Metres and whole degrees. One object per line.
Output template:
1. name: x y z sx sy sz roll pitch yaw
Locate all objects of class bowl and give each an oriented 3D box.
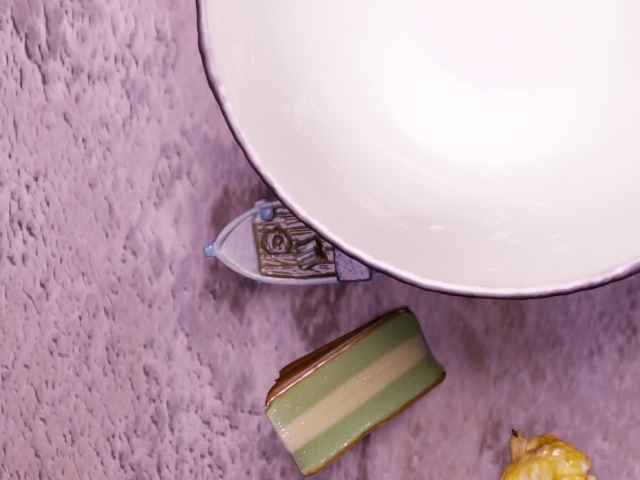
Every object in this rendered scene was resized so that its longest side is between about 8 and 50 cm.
1. bowl: 0.115 -0.157 0.712 0.354 0.185 0.354 3 106 12

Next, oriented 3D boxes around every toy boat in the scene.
1. toy boat: 0.000 0.000 0.851 0.173 0.059 0.069 -2 105 14

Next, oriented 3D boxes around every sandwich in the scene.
1. sandwich: 0.028 0.114 0.868 0.116 0.074 0.074 -29 98 19

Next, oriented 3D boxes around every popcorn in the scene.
1. popcorn: 0.172 0.185 0.863 0.084 0.084 0.084 4 106 12
